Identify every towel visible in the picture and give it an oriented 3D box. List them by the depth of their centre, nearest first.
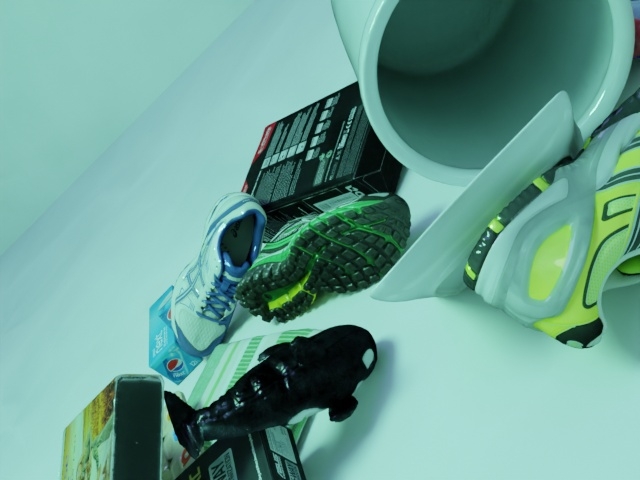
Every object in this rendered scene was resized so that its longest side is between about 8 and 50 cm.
[{"bbox_3d":[-0.113,0.245,1.266,0.325,0.038,0.247,-19,39,51],"label":"towel"}]

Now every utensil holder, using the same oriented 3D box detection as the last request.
[{"bbox_3d":[0.186,-0.298,1.160,0.327,0.328,0.385,-43,26,16],"label":"utensil holder"}]

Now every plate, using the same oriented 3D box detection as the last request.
[{"bbox_3d":[0.195,-0.025,0.951,0.278,0.045,0.277,-48,-17,12],"label":"plate"}]

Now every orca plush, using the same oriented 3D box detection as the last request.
[{"bbox_3d":[-0.048,0.148,1.032,0.151,0.287,0.102,-126,33,-50],"label":"orca plush"}]

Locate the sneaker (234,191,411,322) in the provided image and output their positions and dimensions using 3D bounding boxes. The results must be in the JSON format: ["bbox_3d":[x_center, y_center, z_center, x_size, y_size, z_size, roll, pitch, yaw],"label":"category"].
[{"bbox_3d":[0.000,0.000,1.295,0.344,0.134,0.146,-26,33,42],"label":"sneaker"}]

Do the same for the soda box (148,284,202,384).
[{"bbox_3d":[-0.272,0.171,1.592,0.071,0.067,0.210,-45,26,12],"label":"soda box"}]

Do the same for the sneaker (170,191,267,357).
[{"bbox_3d":[-0.172,0.062,1.441,0.131,0.112,0.296,-154,79,-69],"label":"sneaker"}]

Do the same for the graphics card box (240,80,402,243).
[{"bbox_3d":[0.003,-0.141,1.507,0.371,0.094,0.232,-18,47,51],"label":"graphics card box"}]

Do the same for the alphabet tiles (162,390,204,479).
[{"bbox_3d":[-0.262,0.376,1.286,0.278,0.021,0.284,-57,29,9],"label":"alphabet tiles"}]

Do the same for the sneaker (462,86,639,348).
[{"bbox_3d":[0.318,-0.043,0.856,0.385,0.147,0.145,-42,-19,-12],"label":"sneaker"}]

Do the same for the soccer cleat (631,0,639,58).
[{"bbox_3d":[0.414,-0.267,1.059,0.095,0.083,0.248,-16,19,-5],"label":"soccer cleat"}]

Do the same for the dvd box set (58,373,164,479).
[{"bbox_3d":[-0.280,0.360,1.088,0.420,0.062,0.307,141,132,-59],"label":"dvd box set"}]

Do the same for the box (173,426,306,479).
[{"bbox_3d":[-0.105,0.380,0.970,0.242,0.076,0.307,-44,34,14],"label":"box"}]
